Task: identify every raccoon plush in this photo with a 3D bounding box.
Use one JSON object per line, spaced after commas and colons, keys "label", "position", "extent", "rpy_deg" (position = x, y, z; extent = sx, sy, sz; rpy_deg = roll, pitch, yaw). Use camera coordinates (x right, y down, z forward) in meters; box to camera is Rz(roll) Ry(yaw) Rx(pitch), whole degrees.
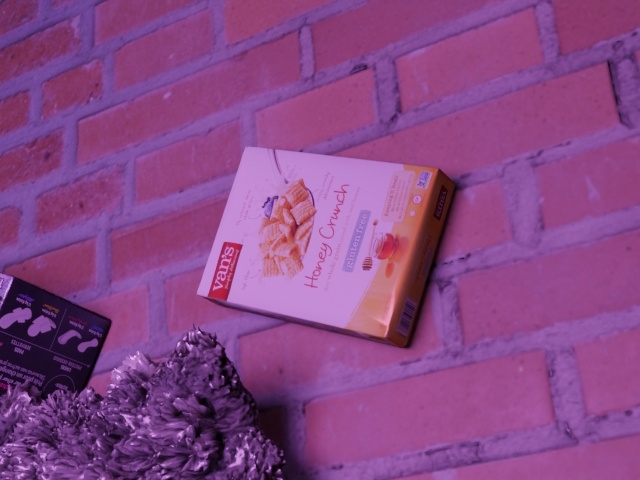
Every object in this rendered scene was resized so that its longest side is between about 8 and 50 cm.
{"label": "raccoon plush", "position": [-0.221, 0.261, 0.897], "extent": [0.299, 0.216, 0.446], "rpy_deg": [-25, 20, 34]}

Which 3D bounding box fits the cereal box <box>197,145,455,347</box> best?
{"label": "cereal box", "position": [0.000, 0.000, 1.045], "extent": [0.240, 0.047, 0.173], "rpy_deg": [9, 76, 35]}

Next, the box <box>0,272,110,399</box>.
{"label": "box", "position": [-0.396, 0.106, 1.180], "extent": [0.247, 0.163, 0.142], "rpy_deg": [11, 76, 35]}
